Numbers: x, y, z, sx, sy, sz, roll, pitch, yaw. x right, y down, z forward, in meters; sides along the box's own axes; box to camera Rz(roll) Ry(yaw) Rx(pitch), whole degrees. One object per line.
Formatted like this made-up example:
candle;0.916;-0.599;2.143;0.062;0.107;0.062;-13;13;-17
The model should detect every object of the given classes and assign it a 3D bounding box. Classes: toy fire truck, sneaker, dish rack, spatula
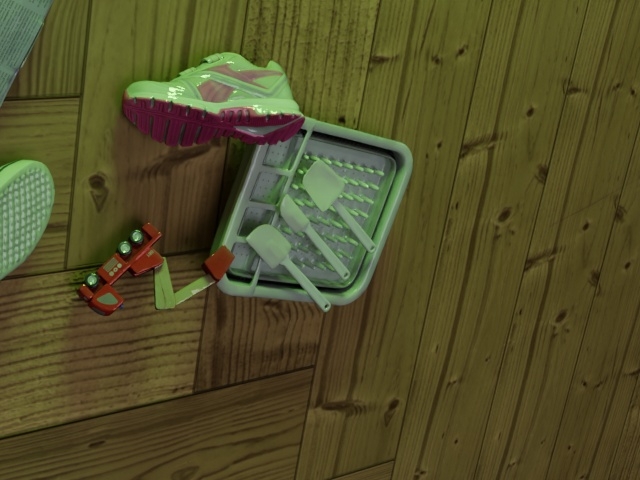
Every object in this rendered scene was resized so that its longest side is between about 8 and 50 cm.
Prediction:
toy fire truck;-0.229;0.050;1.753;0.135;0.047;0.192;45;76;-3
sneaker;-0.457;0.015;1.543;0.321;0.128;0.126;-61;149;-35
sneaker;-0.151;-0.198;1.717;0.252;0.111;0.103;1;153;-25
dish rack;-0.022;-0.048;1.926;0.333;0.072;0.285;9;105;-44
spatula;0.000;0.000;1.910;0.168;0.019;0.242;-51;137;-10

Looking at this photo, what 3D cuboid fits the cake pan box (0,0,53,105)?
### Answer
cake pan box;-0.439;-0.273;1.429;0.246;0.070;0.266;23;96;-44
